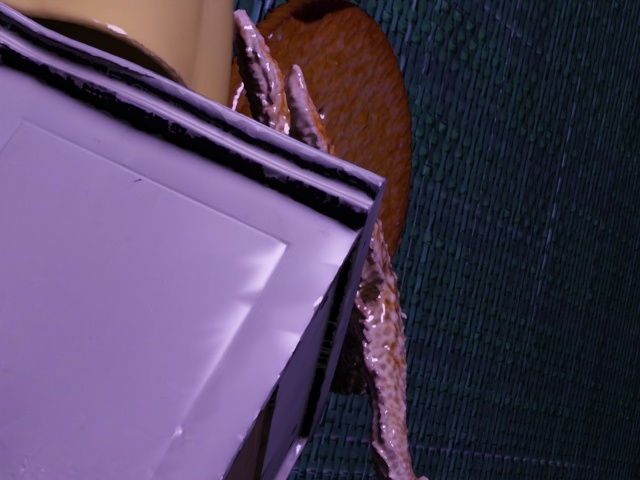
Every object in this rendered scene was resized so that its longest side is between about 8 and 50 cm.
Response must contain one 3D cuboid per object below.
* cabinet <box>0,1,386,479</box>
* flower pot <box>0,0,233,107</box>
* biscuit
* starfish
[{"bbox_3d":[-0.152,0.114,0.663,0.318,0.227,0.290,-61,172,-28],"label":"cabinet"},{"bbox_3d":[-0.136,-0.138,0.770,0.195,0.195,0.179,53,39,-52],"label":"flower pot"},{"bbox_3d":[-0.010,-0.047,1.139,0.305,0.038,0.305,-20,114,-55],"label":"biscuit"},{"bbox_3d":[0.004,-0.002,0.849,0.299,0.060,0.302,-116,-168,-52],"label":"starfish"}]
